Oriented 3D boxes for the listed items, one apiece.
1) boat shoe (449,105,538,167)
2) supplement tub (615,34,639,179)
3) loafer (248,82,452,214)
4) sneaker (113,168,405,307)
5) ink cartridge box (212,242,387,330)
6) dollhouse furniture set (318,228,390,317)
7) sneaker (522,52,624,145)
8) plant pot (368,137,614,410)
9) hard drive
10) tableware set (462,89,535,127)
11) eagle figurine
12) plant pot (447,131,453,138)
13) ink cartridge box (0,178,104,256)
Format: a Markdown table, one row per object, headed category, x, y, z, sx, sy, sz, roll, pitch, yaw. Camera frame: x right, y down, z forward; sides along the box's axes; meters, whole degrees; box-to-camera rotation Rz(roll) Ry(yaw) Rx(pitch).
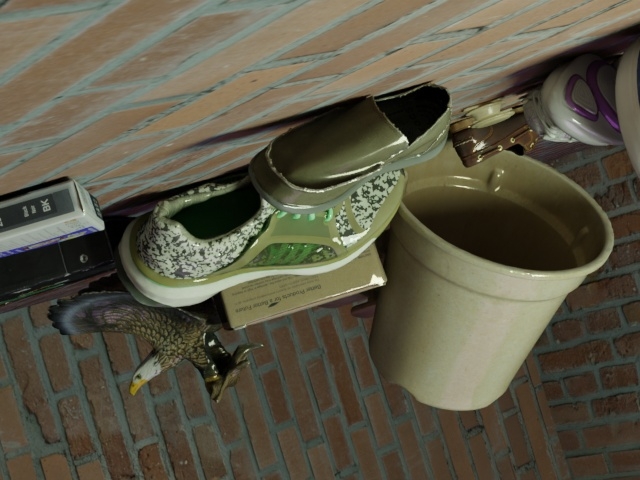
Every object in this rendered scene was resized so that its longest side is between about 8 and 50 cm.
| category | x | y | z | sx | sy | sz | roll | pitch | yaw |
| --- | --- | --- | --- | --- | --- | --- | --- | --- | --- |
| boat shoe | 0.280 | -0.156 | 2.103 | 0.207 | 0.073 | 0.073 | -18 | 173 | -26 |
| supplement tub | 0.508 | -0.160 | 1.529 | 0.325 | 0.235 | 0.235 | -19 | 177 | 38 |
| loafer | 0.036 | -0.106 | 1.449 | 0.251 | 0.094 | 0.087 | -27 | 159 | -34 |
| sneaker | -0.056 | -0.039 | 1.829 | 0.410 | 0.158 | 0.182 | -21 | 163 | -24 |
| ink cartridge box | -0.050 | 0.004 | 2.020 | 0.235 | 0.193 | 0.088 | -16 | 179 | -15 |
| dollhouse furniture set | 0.000 | 0.000 | 2.269 | 0.242 | 0.212 | 0.161 | 19 | 153 | -38 |
| sneaker | 0.310 | -0.154 | 1.751 | 0.152 | 0.114 | 0.305 | -19 | 177 | 25 |
| plant pot | 0.216 | 0.067 | 2.095 | 0.334 | 0.334 | 0.305 | -15 | 135 | -39 |
| hard drive | -0.411 | 0.045 | 1.970 | 0.339 | 0.064 | 0.237 | -18 | 178 | 10 |
| tableware set | 0.264 | -0.185 | 1.936 | 0.141 | 0.020 | 0.169 | -19 | 177 | 7 |
| eagle figurine | -0.253 | 0.136 | 2.246 | 0.225 | 0.298 | 0.226 | -49 | 177 | -35 |
| plant pot | 0.251 | -0.131 | 2.217 | 0.134 | 0.095 | 0.134 | -17 | 179 | 0 |
| ink cartridge box | -0.331 | -0.006 | 1.453 | 0.208 | 0.045 | 0.206 | -18 | 178 | -4 |
